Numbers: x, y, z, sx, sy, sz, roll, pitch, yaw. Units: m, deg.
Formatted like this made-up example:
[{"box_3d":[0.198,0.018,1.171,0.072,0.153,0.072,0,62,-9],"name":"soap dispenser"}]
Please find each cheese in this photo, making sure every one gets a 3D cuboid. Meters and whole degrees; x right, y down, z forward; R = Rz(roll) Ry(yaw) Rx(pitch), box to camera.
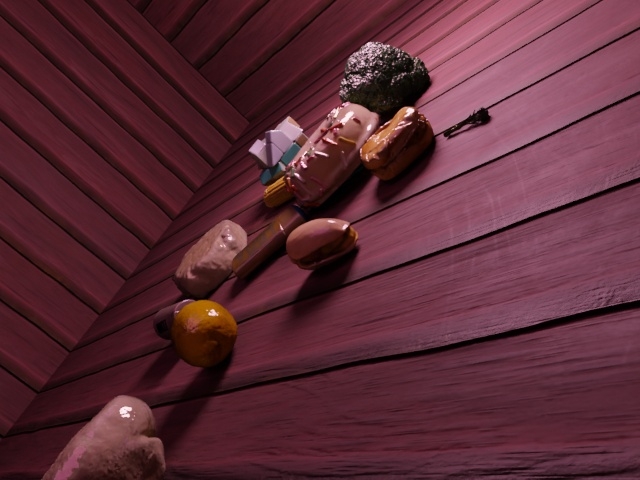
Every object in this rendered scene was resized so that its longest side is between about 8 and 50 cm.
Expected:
[{"box_3d":[-0.394,0.070,2.295,0.326,0.115,0.318,-22,30,53],"name":"cheese"}]

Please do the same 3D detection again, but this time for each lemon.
[{"box_3d":[-0.297,0.240,1.660,0.170,0.170,0.207,-50,27,-11],"name":"lemon"}]

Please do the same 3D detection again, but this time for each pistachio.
[{"box_3d":[0.000,0.000,1.585,0.200,0.117,0.145,-29,20,39],"name":"pistachio"}]

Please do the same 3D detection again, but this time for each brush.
[{"box_3d":[0.110,-0.205,1.917,0.193,0.032,0.043,-40,20,50],"name":"brush"}]

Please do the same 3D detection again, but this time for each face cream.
[{"box_3d":[-0.154,-0.002,1.995,0.285,0.067,0.139,-42,21,14],"name":"face cream"}]

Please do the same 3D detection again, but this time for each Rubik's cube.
[{"box_3d":[-0.148,-0.316,2.401,0.265,0.213,0.224,-51,20,-6],"name":"Rubik's cube"}]

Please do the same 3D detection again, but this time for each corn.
[{"box_3d":[-0.115,-0.186,2.271,0.248,0.081,0.081,-27,26,45],"name":"corn"}]

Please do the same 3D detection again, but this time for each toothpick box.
[{"box_3d":[-0.440,0.250,2.021,0.180,0.111,0.111,-21,31,54],"name":"toothpick box"}]

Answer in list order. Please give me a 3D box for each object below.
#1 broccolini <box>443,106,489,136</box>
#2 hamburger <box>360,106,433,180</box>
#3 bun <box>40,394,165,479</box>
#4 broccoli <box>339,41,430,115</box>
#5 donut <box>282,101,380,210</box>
[{"box_3d":[0.351,-0.279,1.566,0.140,0.030,0.035,-30,60,51],"name":"broccolini"},{"box_3d":[0.199,-0.257,1.703,0.213,0.108,0.214,-39,19,16],"name":"hamburger"},{"box_3d":[-0.454,0.510,1.350,0.365,0.219,0.365,-50,3,3],"name":"bun"},{"box_3d":[0.198,-0.507,2.091,0.294,0.245,0.265,-27,64,0],"name":"broccoli"},{"box_3d":[0.025,-0.266,1.988,0.382,0.142,0.382,-47,12,14],"name":"donut"}]
